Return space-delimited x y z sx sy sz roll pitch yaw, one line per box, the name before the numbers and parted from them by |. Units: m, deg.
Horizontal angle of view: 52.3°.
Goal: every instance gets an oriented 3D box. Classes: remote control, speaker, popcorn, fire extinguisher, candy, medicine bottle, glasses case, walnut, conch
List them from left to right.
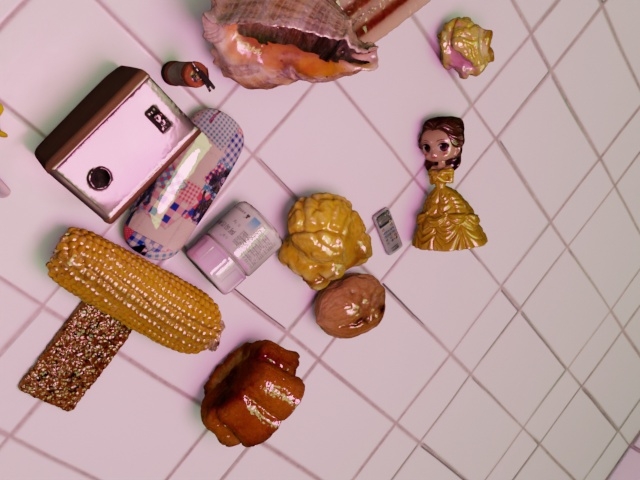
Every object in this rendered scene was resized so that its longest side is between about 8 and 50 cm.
speaker | -0.363 -0.173 1.156 0.231 0.193 0.153 -47 124 -8
glasses case | -0.271 -0.112 1.301 0.125 0.076 0.327 33 87 -37
fire extinguisher | -0.241 -0.302 1.196 0.050 0.177 0.062 -40 121 -16
medicine bottle | -0.180 0.016 1.364 0.168 0.135 0.135 -45 123 -12
conch | -0.067 -0.399 1.179 0.297 0.353 0.209 -1 90 -67
popcorn | 0.000 0.000 1.460 0.203 0.226 0.200 -27 85 20
walnut | 0.067 0.158 1.554 0.184 0.155 0.155 -26 118 -27
candy | 0.125 -0.524 1.343 0.321 0.179 0.135 -42 121 -14
remote control | 0.168 -0.022 1.631 0.053 0.018 0.124 -34 120 -19
popcorn | 0.341 -0.455 1.534 0.126 0.126 0.145 -36 102 -5

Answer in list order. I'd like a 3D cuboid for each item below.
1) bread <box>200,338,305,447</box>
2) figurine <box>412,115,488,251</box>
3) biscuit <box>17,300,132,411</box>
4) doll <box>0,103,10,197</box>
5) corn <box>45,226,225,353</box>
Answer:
bread | -0.154 0.331 1.437 0.247 0.232 0.135 -41 114 14
figurine | 0.300 -0.145 1.594 0.168 0.187 0.315 -13 104 -23
biscuit | -0.486 0.229 1.314 0.131 0.025 0.230 38 85 -35
doll | -0.592 -0.122 1.092 0.135 0.099 0.240 18 95 -11
corn | -0.355 0.105 1.288 0.387 0.144 0.143 36 85 -29
